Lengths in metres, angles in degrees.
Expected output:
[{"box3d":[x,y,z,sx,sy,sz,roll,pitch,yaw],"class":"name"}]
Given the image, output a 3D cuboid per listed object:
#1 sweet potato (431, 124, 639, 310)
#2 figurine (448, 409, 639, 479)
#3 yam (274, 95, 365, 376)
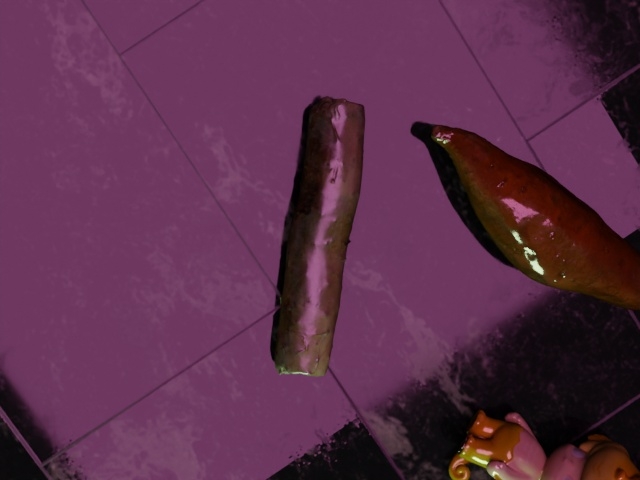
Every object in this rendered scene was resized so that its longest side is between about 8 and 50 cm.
[{"box3d":[0.255,-0.008,1.395,0.359,0.112,0.112,39,91,-13],"class":"sweet potato"},{"box3d":[0.277,0.279,1.434,0.246,0.131,0.156,29,53,5],"class":"figurine"},{"box3d":[0.000,0.000,1.384,0.071,0.067,0.317,6,96,-16],"class":"yam"}]
